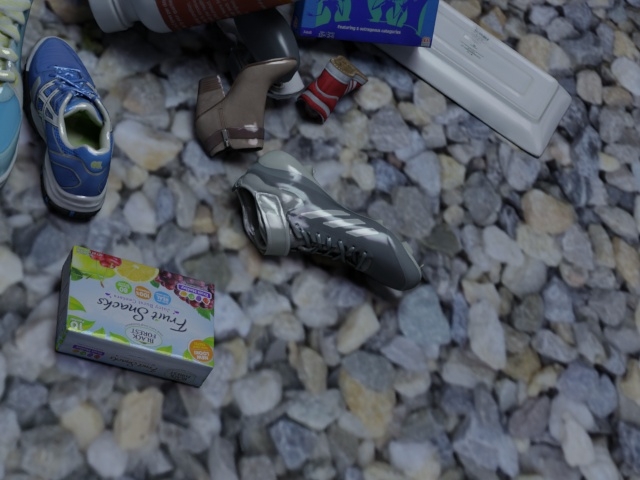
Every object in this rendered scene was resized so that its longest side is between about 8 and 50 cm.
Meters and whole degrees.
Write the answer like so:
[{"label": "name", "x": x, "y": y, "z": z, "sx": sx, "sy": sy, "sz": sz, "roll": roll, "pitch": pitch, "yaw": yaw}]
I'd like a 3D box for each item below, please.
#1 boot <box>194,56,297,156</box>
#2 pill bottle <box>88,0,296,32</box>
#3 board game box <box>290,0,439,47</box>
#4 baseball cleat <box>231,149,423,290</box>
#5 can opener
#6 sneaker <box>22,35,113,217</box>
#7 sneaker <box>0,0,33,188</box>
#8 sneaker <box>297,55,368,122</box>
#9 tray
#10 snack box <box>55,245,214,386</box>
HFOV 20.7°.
[{"label": "boot", "x": -0.073, "y": -0.135, "z": 1.803, "sx": 0.118, "sy": 0.042, "sz": 0.087, "roll": -15, "pitch": 78, "yaw": 6}, {"label": "pill bottle", "x": -0.131, "y": -0.283, "z": 1.811, "sx": 0.216, "sy": 0.121, "sz": 0.121, "roll": -13, "pitch": 49, "yaw": 9}, {"label": "board game box", "x": 0.062, "y": -0.328, "z": 1.958, "sx": 0.160, "sy": 0.210, "sz": 0.047, "roll": 3, "pitch": 20, "yaw": -16}, {"label": "baseball cleat", "x": 0.000, "y": 0.000, "z": 1.756, "sx": 0.206, "sy": 0.072, "sz": 0.109, "roll": 38, "pitch": 56, "yaw": 10}, {"label": "can opener", "x": -0.082, "y": -0.276, "z": 1.918, "sx": 0.076, "sy": 0.095, "sz": 0.283, "roll": -1, "pitch": 55, "yaw": -34}, {"label": "sneaker", "x": -0.235, "y": -0.124, "z": 1.695, "sx": 0.080, "sy": 0.081, "sz": 0.211, "roll": 2, "pitch": 50, "yaw": -29}, {"label": "sneaker", "x": -0.315, "y": -0.212, "z": 1.630, "sx": 0.127, "sy": 0.208, "sz": 0.319, "roll": 10, "pitch": 48, "yaw": -27}, {"label": "sneaker", "x": 0.013, "y": -0.166, "z": 1.928, "sx": 0.042, "sy": 0.067, "sz": 0.118, "roll": 40, "pitch": 12, "yaw": 9}, {"label": "tray", "x": 0.176, "y": -0.218, "z": 2.080, "sx": 0.270, "sy": 0.030, "sz": 0.145, "roll": 35, "pitch": 41, "yaw": 0}, {"label": "snack box", "x": -0.167, "y": 0.069, "z": 1.596, "sx": 0.141, "sy": 0.037, "sz": 0.100, "roll": 16, "pitch": 47, "yaw": -20}]
